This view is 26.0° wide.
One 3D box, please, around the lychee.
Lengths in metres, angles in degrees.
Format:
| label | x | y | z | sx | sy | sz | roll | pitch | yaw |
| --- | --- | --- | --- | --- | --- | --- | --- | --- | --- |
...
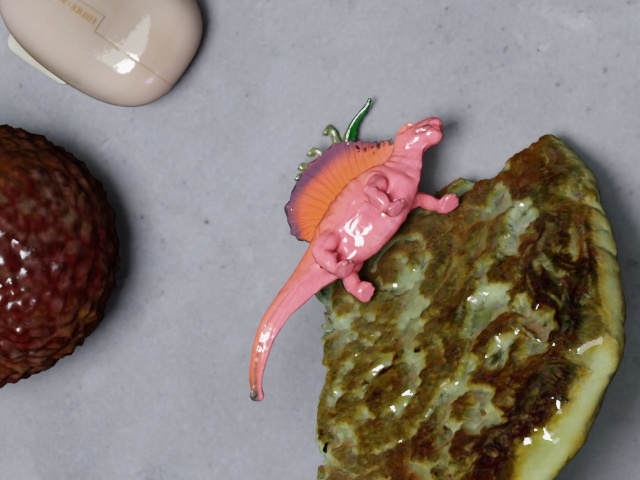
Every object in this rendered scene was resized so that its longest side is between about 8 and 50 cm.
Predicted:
| label | x | y | z | sx | sy | sz | roll | pitch | yaw |
| --- | --- | --- | --- | --- | --- | --- | --- | --- | --- |
| lychee | -0.318 | 0.014 | 1.270 | 0.261 | 0.260 | 0.260 | 0 | 91 | 18 |

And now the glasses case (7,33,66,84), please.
| label | x | y | z | sx | sy | sz | roll | pitch | yaw |
| --- | --- | --- | --- | --- | --- | --- | --- | --- | --- |
| glasses case | -0.272 | -0.184 | 1.368 | 0.083 | 0.021 | 0.032 | 33 | 96 | 14 |

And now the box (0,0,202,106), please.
| label | x | y | z | sx | sy | sz | roll | pitch | yaw |
| --- | --- | --- | --- | --- | --- | --- | --- | --- | --- |
| box | -0.207 | -0.214 | 1.307 | 0.200 | 0.088 | 0.146 | 34 | 92 | 15 |

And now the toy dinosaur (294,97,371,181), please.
| label | x | y | z | sx | sy | sz | roll | pitch | yaw |
| --- | --- | --- | --- | --- | --- | --- | --- | --- | --- |
| toy dinosaur | 0.021 | -0.075 | 1.274 | 0.060 | 0.029 | 0.119 | 34 | 96 | 1 |

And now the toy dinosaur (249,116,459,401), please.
| label | x | y | z | sx | sy | sz | roll | pitch | yaw |
| --- | --- | --- | --- | --- | --- | --- | --- | --- | --- |
| toy dinosaur | -0.002 | -0.006 | 1.208 | 0.286 | 0.070 | 0.139 | -48 | 51 | 0 |

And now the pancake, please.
| label | x | y | z | sx | sy | sz | roll | pitch | yaw |
| --- | --- | --- | --- | --- | --- | --- | --- | --- | --- |
| pancake | 0.105 | 0.114 | 1.131 | 0.305 | 0.067 | 0.426 | -16 | 48 | 32 |
